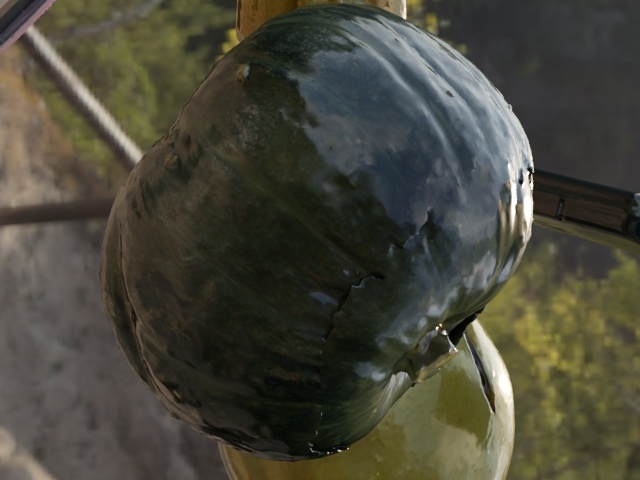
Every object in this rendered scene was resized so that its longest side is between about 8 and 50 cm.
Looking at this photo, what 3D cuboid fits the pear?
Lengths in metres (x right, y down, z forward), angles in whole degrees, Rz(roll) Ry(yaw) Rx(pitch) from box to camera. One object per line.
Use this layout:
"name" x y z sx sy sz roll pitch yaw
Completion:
"pear" 0.042 0.186 1.401 0.309 0.309 0.309 -4 90 -73

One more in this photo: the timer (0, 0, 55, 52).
"timer" -0.391 -0.321 1.743 0.208 0.069 0.191 -47 171 -4

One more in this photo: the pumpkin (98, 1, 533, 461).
"pumpkin" 0.000 0.000 1.027 0.291 0.257 0.327 -22 150 -55

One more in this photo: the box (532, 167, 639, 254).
"box" 0.281 -0.030 1.472 0.160 0.230 0.050 19 90 -44

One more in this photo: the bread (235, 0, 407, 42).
"bread" 0.003 -0.203 1.232 0.122 0.149 0.073 -129 -140 -72
